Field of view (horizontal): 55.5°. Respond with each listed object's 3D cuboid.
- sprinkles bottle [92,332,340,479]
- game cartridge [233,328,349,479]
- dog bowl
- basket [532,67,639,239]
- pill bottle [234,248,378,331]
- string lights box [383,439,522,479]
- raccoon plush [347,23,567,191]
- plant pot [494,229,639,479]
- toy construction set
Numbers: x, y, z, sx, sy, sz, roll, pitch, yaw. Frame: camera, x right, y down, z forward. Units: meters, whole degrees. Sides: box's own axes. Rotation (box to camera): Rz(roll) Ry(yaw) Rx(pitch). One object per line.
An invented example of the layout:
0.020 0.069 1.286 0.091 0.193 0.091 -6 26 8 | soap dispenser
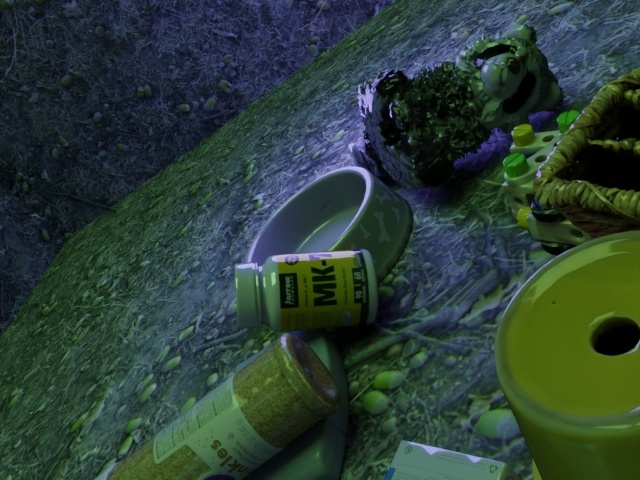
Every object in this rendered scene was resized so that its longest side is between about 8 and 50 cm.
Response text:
-0.145 0.270 0.799 0.355 0.121 0.121 -39 26 8 | sprinkles bottle
-0.051 0.248 0.900 0.198 0.062 0.297 -38 26 18 | game cartridge
0.000 0.000 1.148 0.348 0.102 0.349 -33 28 20 | dog bowl
0.358 -0.074 0.455 0.299 0.223 0.214 14 82 46 | basket
-0.024 0.078 0.934 0.208 0.119 0.119 -4 27 -8 | pill bottle
0.088 0.327 0.559 0.133 0.077 0.260 -7 43 50 | string lights box
0.225 -0.258 1.140 0.299 0.216 0.446 -28 17 -9 | raccoon plush
0.254 0.131 0.444 0.254 0.239 0.254 -32 29 20 | plant pot
0.360 -0.079 0.736 0.215 0.151 0.327 -46 20 -25 | toy construction set
